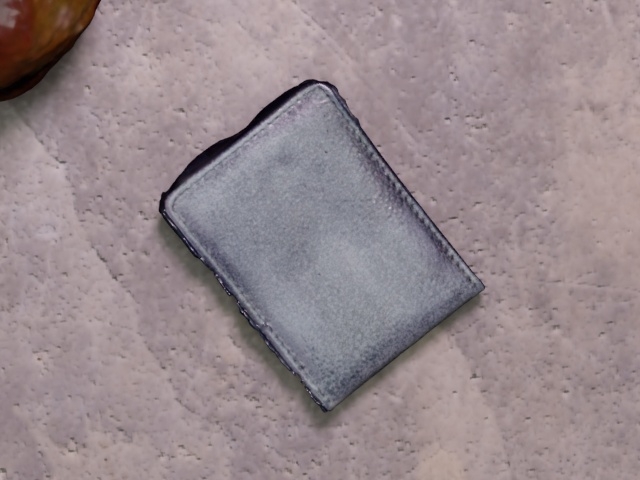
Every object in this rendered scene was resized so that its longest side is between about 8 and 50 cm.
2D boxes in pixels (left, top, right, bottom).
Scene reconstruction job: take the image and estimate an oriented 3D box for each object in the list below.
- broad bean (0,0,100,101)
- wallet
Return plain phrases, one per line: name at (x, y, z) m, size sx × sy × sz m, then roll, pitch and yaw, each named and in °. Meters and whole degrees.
broad bean at (-0.238, -0.215, 1.476) m, size 0.156 × 0.122 × 0.228 m, roll 7°, pitch 85°, yaw 22°
wallet at (0.000, 0.000, 1.540) m, size 0.167 × 0.036 × 0.222 m, roll -39°, pitch 96°, yaw -2°
